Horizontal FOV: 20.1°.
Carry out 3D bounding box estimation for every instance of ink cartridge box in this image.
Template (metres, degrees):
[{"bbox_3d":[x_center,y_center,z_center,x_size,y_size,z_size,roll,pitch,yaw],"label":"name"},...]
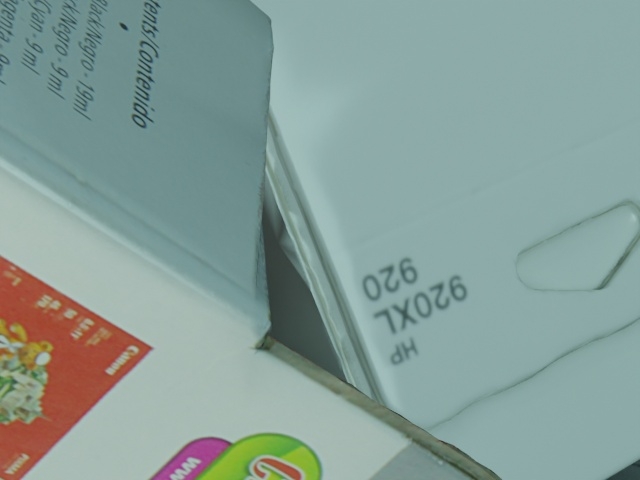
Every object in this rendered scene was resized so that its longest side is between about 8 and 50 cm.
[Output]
[{"bbox_3d":[0.000,0.000,0.569,0.171,0.233,0.168,-25,94,-35],"label":"ink cartridge box"},{"bbox_3d":[-0.158,0.045,0.406,0.272,0.309,0.130,36,26,-23],"label":"ink cartridge box"}]

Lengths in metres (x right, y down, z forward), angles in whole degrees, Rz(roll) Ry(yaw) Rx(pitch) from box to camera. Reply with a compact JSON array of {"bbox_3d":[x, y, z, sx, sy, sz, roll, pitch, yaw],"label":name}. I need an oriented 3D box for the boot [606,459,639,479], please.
[{"bbox_3d":[0.222,0.117,0.597,0.223,0.338,0.118,-30,128,-65],"label":"boot"}]
